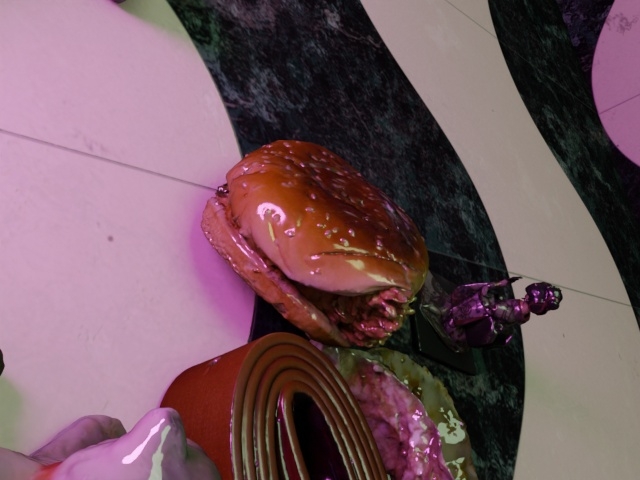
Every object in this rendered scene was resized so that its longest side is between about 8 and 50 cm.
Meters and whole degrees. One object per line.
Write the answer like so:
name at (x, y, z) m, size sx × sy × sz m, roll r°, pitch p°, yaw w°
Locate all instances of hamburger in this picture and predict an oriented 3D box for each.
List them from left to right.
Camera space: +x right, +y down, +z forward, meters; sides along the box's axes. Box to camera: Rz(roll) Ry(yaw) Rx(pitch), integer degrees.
hamburger at (0.000, 0.000, 0.840) m, size 0.243 × 0.146 × 0.286 m, roll 18°, pitch 31°, yaw -35°

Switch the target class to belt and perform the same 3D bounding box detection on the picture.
belt at (-0.029, 0.259, 0.693) m, size 0.217 × 0.122 × 0.339 m, roll 5°, pitch 64°, yaw -53°

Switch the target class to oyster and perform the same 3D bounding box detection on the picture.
oyster at (0.119, 0.251, 0.933) m, size 0.396 × 0.111 × 0.204 m, roll 59°, pitch 17°, yaw -5°

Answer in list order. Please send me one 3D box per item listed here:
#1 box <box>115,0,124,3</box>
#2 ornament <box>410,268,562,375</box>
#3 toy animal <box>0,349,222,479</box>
box at (-0.204, -0.321, 0.848) m, size 0.069 × 0.122 × 0.084 m, roll 47°, pitch 37°, yaw -42°
ornament at (0.252, 0.086, 1.112) m, size 0.166 × 0.196 × 0.153 m, roll 27°, pitch 49°, yaw -43°
toy animal at (-0.201, 0.134, 0.507) m, size 0.266 × 0.188 × 0.308 m, roll -5°, pitch 75°, yaw -45°
